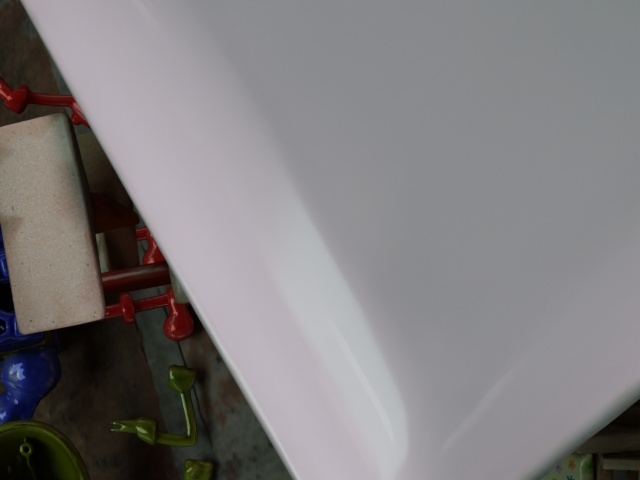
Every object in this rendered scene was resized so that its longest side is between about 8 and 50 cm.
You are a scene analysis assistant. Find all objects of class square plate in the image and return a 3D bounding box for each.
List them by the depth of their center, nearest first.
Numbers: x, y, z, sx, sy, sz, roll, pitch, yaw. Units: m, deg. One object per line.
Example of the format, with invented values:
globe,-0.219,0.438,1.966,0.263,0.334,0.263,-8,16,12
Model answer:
square plate,0.032,-0.111,0.383,0.347,0.049,0.344,-49,64,39

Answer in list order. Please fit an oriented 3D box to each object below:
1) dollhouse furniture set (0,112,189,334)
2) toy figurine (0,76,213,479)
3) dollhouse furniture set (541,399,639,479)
dollhouse furniture set,0.000,0.000,0.623,0.259,0.262,0.135,-11,86,14
toy figurine,-0.208,0.067,0.939,0.217,0.191,0.362,170,87,-75
dollhouse furniture set,0.154,0.176,0.528,0.161,0.101,0.181,-165,76,-69
